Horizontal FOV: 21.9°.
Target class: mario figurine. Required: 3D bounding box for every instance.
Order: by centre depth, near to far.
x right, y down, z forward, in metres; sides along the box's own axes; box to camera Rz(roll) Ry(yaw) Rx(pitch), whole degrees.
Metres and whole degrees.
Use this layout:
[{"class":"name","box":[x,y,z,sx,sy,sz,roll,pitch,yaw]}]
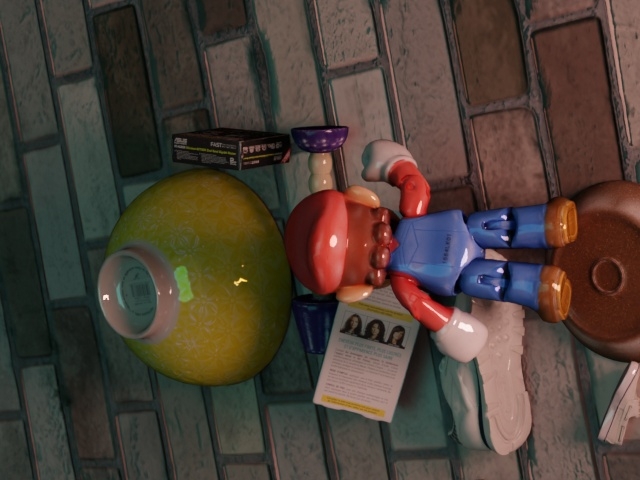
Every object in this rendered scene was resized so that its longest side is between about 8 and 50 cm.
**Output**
[{"class":"mario figurine","box":[0.118,0.008,1.797,0.320,0.198,0.170,6,138,18]}]

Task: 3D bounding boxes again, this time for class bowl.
[{"class":"bowl","box":[-0.192,0.059,2.127,0.289,0.156,0.290,9,104,39]}]

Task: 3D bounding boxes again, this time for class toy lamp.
[{"class":"toy lamp","box":[0.000,0.000,2.001,0.080,0.080,0.275,4,99,41]}]

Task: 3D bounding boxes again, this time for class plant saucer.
[{"class":"plant saucer","box":[0.314,0.036,1.760,0.198,0.036,0.199,9,104,41]}]

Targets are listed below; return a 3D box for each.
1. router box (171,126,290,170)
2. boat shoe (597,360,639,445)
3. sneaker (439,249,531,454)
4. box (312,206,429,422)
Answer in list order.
[{"class":"router box","box":[-0.112,-0.115,2.067,0.122,0.092,0.038,8,103,40]},{"class":"boat shoe","box":[0.330,0.177,1.777,0.035,0.035,0.100,20,110,7]},{"class":"sneaker","box":[0.174,0.125,1.871,0.095,0.090,0.235,5,99,52]},{"class":"box","box":[0.068,0.086,1.938,0.100,0.060,0.244,15,112,-1]}]
